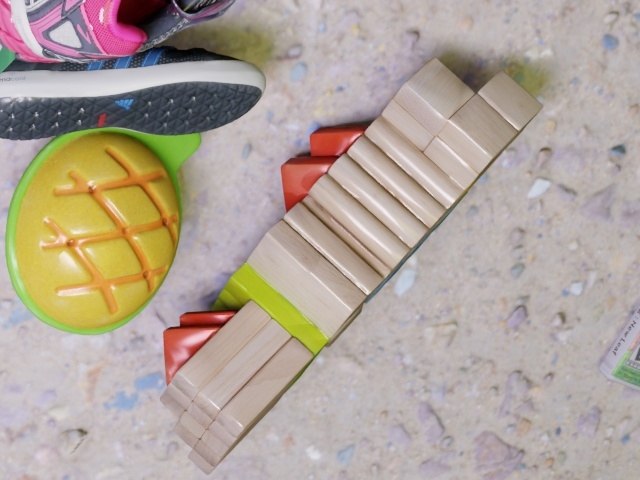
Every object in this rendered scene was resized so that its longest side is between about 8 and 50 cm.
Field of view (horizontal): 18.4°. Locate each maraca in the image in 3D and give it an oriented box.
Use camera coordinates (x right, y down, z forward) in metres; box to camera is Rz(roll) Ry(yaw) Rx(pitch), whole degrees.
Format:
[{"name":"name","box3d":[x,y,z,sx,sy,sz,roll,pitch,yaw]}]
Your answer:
[{"name":"maraca","box3d":[-0.146,-0.027,1.342,0.127,0.099,0.185,24,80,-34]}]

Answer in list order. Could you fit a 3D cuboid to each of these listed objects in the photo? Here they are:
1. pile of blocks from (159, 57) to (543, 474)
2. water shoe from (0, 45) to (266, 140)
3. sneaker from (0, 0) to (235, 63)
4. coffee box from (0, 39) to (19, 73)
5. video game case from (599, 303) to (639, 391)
[{"name":"pile of blocks","box3d":[0.000,0.000,1.444,0.112,0.149,0.362,43,83,4]},{"name":"water shoe","box3d":[-0.133,-0.117,1.295,0.203,0.080,0.073,-4,152,-25]},{"name":"sneaker","box3d":[-0.065,-0.196,1.236,0.299,0.112,0.121,-43,125,-28]},{"name":"coffee box","box3d":[-0.232,-0.146,1.201,0.184,0.040,0.113,-52,124,-27]},{"name":"video game case","box3d":[0.366,0.065,1.707,0.212,0.023,0.193,22,106,-35]}]
